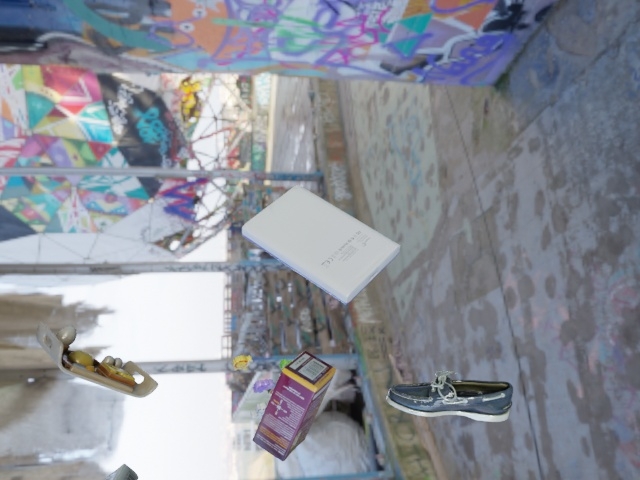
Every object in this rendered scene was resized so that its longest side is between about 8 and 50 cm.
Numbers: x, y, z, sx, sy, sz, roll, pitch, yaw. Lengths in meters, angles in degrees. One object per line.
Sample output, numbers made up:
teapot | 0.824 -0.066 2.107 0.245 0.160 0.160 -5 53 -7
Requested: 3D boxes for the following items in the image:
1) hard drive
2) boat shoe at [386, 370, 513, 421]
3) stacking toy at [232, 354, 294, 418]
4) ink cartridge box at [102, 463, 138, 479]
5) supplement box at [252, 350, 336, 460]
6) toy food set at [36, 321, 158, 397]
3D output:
hard drive | 0.000 0.000 1.493 0.319 0.210 0.040 32 143 24
boat shoe | 0.265 0.314 1.275 0.095 0.255 0.079 -64 -21 -70
stacking toy | -0.117 0.387 1.668 0.052 0.221 0.167 -53 46 30
ink cartridge box | -0.404 0.481 1.059 0.045 0.179 0.145 47 -173 -8
supplement box | -0.052 0.332 1.256 0.104 0.081 0.188 -22 -42 -64
toy food set | -0.611 0.321 1.708 0.220 0.306 0.092 15 75 51
